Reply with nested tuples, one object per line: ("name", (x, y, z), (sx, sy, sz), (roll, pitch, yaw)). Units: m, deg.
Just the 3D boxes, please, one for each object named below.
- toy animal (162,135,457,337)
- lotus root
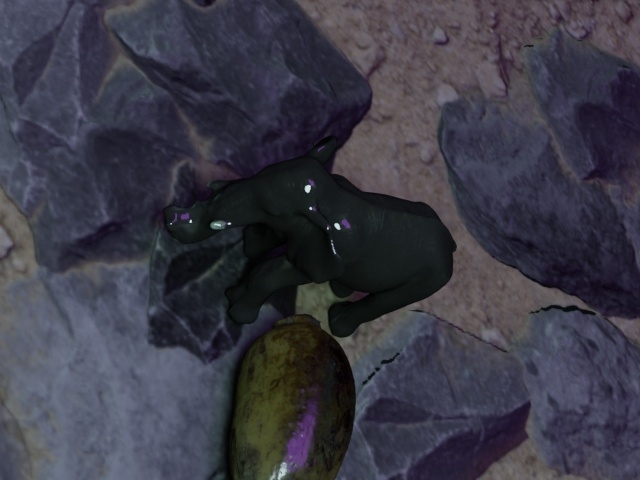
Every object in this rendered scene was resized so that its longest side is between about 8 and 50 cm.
("toy animal", (-0.002, -0.005, 1.332), (0.245, 0.146, 0.115), (5, 63, -42))
("lotus root", (-0.019, 0.129, 1.279), (0.089, 0.080, 0.179), (30, 46, -27))
